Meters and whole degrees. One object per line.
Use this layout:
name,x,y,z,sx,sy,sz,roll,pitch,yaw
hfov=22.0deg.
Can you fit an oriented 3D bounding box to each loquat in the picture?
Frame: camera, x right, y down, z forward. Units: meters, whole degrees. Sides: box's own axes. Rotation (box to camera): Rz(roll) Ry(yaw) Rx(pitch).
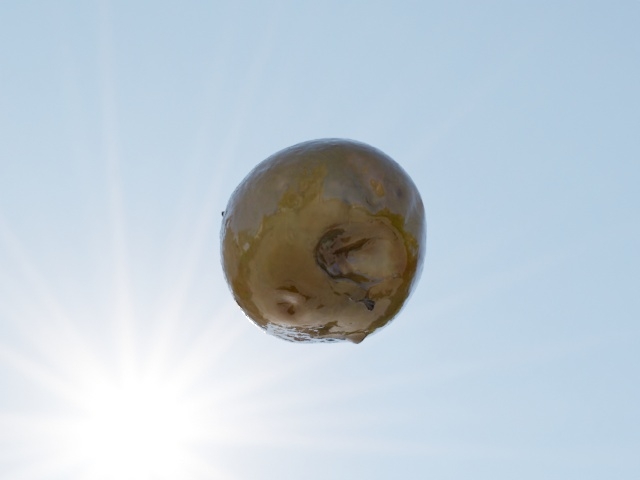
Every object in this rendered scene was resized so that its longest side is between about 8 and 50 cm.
loquat,0.000,0.000,1.750,0.244,0.244,0.244,5,-43,4
